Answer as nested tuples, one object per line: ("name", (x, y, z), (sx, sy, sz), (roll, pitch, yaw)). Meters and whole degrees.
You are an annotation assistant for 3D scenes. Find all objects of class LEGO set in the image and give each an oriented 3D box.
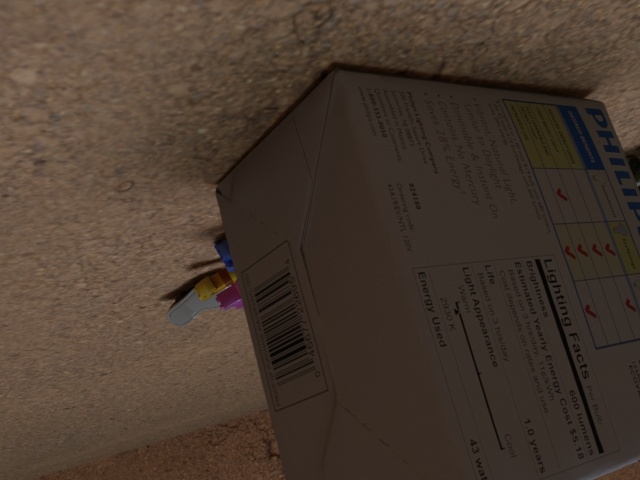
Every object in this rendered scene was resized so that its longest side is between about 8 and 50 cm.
("LEGO set", (-0.107, 0.057, 0.932), (0.093, 0.087, 0.227), (-31, 164, -6))

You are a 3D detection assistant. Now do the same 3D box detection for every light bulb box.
("light bulb box", (0.140, 0.058, 0.714), (0.361, 0.357, 0.225), (-3, 160, -37))

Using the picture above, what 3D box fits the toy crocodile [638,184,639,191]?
("toy crocodile", (0.487, -0.078, 1.004), (0.115, 0.105, 0.340), (-6, 145, -33))

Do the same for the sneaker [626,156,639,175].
("sneaker", (0.418, -0.097, 1.078), (0.083, 0.031, 0.035), (-29, -167, 9))

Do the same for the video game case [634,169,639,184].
("video game case", (0.603, -0.139, 1.119), (0.206, 0.026, 0.227), (-1, 158, -44))

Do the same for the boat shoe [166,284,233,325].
("boat shoe", (-0.164, 0.078, 1.038), (0.046, 0.038, 0.125), (41, 126, -20))
